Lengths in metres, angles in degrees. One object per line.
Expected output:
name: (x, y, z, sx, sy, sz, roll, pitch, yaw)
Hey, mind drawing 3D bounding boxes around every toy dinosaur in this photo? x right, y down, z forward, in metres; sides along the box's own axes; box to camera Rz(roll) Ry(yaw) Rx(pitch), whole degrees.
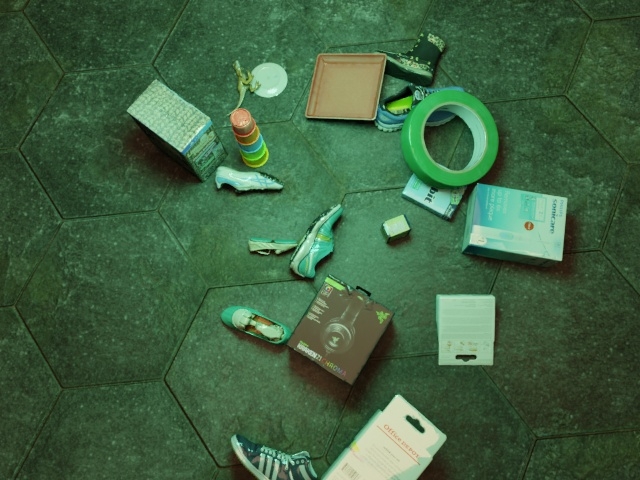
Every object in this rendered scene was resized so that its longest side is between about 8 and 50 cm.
toy dinosaur: (-0.280, -0.555, 2.018, 0.112, 0.064, 0.211, -11, 72, 33)

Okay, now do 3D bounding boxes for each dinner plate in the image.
dinner plate: (-0.193, -0.594, 2.038, 0.141, 0.017, 0.141, 0, 77, 0)

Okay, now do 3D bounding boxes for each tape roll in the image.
tape roll: (0.428, -0.334, 1.838, 0.322, 0.077, 0.320, 1, 86, -14)

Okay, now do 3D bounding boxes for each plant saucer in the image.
plant saucer: (0.095, -0.541, 1.975, 0.259, 0.048, 0.258, 6, 77, 19)

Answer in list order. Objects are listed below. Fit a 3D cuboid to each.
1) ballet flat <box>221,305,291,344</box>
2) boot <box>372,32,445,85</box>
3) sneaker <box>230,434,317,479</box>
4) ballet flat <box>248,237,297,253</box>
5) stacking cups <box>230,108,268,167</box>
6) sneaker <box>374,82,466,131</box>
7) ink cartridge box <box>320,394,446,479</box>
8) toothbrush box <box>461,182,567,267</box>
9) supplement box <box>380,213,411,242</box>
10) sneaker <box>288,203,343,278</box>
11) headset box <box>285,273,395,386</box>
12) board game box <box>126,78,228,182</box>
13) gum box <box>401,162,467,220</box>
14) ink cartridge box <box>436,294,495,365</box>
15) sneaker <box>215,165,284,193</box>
ballet flat: (-0.210, 0.269, 1.794, 0.248, 0.087, 0.083, 20, 78, 7)
boot: (0.322, -0.677, 2.011, 0.237, 0.085, 0.178, 24, 74, 8)
sneaker: (-0.134, 0.665, 1.690, 0.153, 0.099, 0.282, -44, 86, -3)
ballet flat: (-0.160, 0.021, 1.878, 0.169, 0.057, 0.052, 4, 104, 7)
stacking cups: (-0.241, -0.344, 1.826, 0.096, 0.316, 0.095, -1, 75, 3)
sneaker: (0.351, -0.471, 1.924, 0.330, 0.147, 0.129, -15, 77, -2)
ink cartridge box: (0.189, 0.659, 1.671, 0.207, 0.119, 0.353, 41, 82, 11)
toothbrush box: (0.635, -0.047, 1.824, 0.296, 0.126, 0.216, 11, 77, 3)
supplement box: (0.251, -0.039, 1.855, 0.083, 0.083, 0.056, -21, 76, -4)
sneaker: (0.000, 0.000, 1.862, 0.110, 0.107, 0.275, 33, 84, -11)
headset box: (0.069, 0.277, 1.761, 0.247, 0.131, 0.283, 31, 79, 8)
board game box: (-0.465, -0.355, 1.848, 0.232, 0.291, 0.141, 37, 80, 10)
gum box: (0.396, -0.179, 1.906, 0.185, 0.041, 0.156, 28, 78, 8)
ink cartridge box: (0.469, 0.288, 1.798, 0.181, 0.056, 0.224, 0, 95, 2)
sneaker: (-0.245, -0.200, 1.920, 0.238, 0.085, 0.086, 9, 103, 0)
